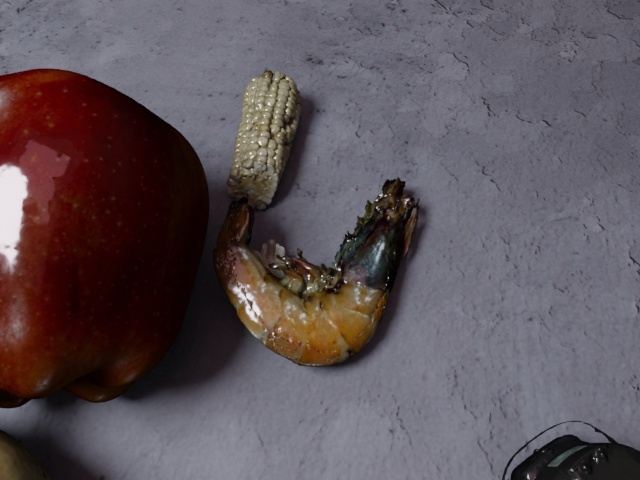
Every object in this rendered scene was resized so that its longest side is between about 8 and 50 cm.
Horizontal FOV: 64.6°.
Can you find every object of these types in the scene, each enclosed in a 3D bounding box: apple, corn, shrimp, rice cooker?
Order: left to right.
[{"bbox_3d":[-0.260,0.000,0.505,0.289,0.288,0.316,-1,72,-1],"label":"apple"},{"bbox_3d":[-0.078,-0.146,0.705,0.087,0.087,0.210,6,58,4],"label":"corn"},{"bbox_3d":[0.000,0.000,0.608,0.222,0.054,0.290,35,61,2],"label":"shrimp"},{"bbox_3d":[0.257,0.261,0.436,0.142,0.118,0.203,-29,67,-16],"label":"rice cooker"}]

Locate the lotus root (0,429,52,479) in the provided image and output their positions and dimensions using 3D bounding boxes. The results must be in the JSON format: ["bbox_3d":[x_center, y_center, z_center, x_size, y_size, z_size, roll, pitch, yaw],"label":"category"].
[{"bbox_3d":[-0.372,0.217,0.424,0.310,0.182,0.182,19,61,9],"label":"lotus root"}]

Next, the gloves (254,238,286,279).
[{"bbox_3d":[-0.061,0.034,0.621,0.044,0.037,0.080,15,52,-27],"label":"gloves"}]
